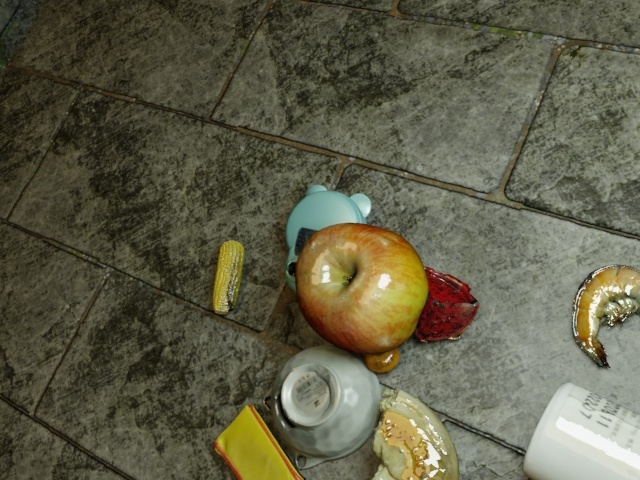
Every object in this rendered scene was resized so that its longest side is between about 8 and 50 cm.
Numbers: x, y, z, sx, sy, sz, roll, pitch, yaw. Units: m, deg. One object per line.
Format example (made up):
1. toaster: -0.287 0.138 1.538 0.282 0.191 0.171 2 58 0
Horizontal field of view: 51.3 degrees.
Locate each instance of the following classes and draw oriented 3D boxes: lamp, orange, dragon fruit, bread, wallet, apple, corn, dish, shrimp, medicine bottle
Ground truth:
1. lamp: 0.005 0.004 1.672 0.209 0.147 0.284 13 66 28
2. orange: 0.144 0.272 1.556 0.086 0.062 0.086 -13 51 17
3. dragon fruit: 0.272 0.147 1.553 0.127 0.120 0.161 -65 28 29
4. bread: 0.194 0.477 1.390 0.192 0.171 0.314 5 73 20
5. wallet: -0.144 0.524 1.571 0.141 0.067 0.241 -49 56 10
6. apple: 0.099 0.111 1.494 0.301 0.301 0.302 -8 66 19
7. corn: -0.246 0.098 1.783 0.072 0.072 0.203 -1 70 22
8. dish: -0.008 0.367 1.547 0.303 0.120 0.303 -8 66 18
9. shrimp: 0.663 0.182 1.386 0.290 0.054 0.222 31 82 29
10. medicine bottle: 0.586 0.432 1.227 0.371 0.211 0.211 24 80 28
